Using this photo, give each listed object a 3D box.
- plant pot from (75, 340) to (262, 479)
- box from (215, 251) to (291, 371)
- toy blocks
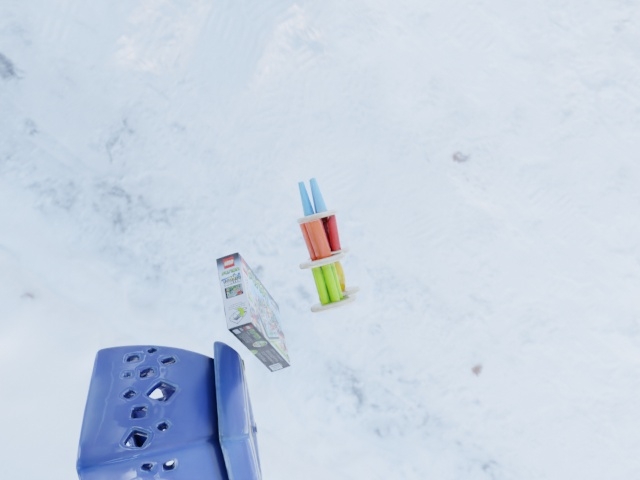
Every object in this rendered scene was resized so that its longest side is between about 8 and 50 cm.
[{"bbox_3d":[-0.197,0.291,0.916,0.212,0.236,0.235,-9,121,-7],"label":"plant pot"},{"bbox_3d":[-0.098,0.114,0.973,0.036,0.114,0.207,-18,150,5],"label":"box"},{"bbox_3d":[0.000,0.000,0.745,0.054,0.123,0.148,-16,92,8],"label":"toy blocks"}]
